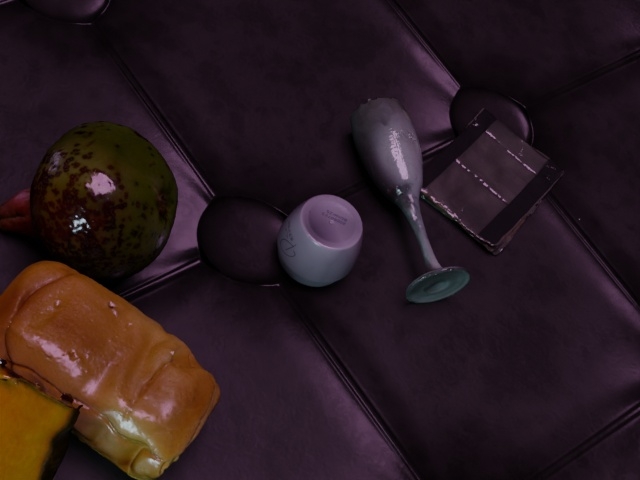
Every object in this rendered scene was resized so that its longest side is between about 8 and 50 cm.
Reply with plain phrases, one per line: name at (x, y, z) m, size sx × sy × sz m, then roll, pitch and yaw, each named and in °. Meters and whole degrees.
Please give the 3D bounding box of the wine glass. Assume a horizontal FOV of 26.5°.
wine glass at (0.204, -0.095, 1.984) m, size 0.264 × 0.096 × 0.310 m, roll -21°, pitch 63°, yaw 7°

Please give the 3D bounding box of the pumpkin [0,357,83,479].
pumpkin at (-0.434, 0.212, 1.498) m, size 0.303 × 0.256 × 0.225 m, roll 25°, pitch 73°, yaw 24°

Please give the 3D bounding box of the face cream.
face cream at (0.000, 0.000, 1.896) m, size 0.117 × 0.104 × 0.117 m, roll 9°, pitch 57°, yaw -14°

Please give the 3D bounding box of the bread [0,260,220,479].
bread at (-0.274, 0.162, 1.673) m, size 0.294 × 0.132 × 0.167 m, roll 35°, pitch 47°, yaw 5°

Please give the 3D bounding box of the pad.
pad at (0.262, -0.097, 2.114) m, size 0.174 × 0.022 × 0.233 m, roll 38°, pitch 52°, yaw 7°

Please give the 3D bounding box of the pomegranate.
pomegranate at (-0.313, -0.046, 1.768) m, size 0.247 × 0.214 × 0.214 m, roll -5°, pitch 55°, yaw 15°
